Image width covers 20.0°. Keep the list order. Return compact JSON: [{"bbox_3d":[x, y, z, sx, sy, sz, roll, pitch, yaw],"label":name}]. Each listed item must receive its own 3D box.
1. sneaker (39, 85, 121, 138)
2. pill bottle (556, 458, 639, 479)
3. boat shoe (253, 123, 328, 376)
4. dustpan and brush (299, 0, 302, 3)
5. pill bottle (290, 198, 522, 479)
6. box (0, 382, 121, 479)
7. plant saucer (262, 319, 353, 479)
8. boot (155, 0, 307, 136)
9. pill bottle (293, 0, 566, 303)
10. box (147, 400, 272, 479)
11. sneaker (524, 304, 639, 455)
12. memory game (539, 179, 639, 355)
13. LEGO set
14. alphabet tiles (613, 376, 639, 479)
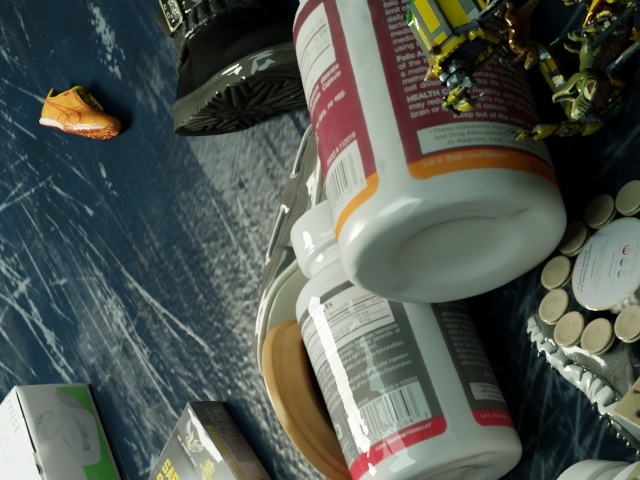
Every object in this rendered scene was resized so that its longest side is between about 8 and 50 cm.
[{"bbox_3d":[-0.332,-0.179,2.499,0.175,0.064,0.067,18,93,47],"label":"sneaker"},{"bbox_3d":[0.336,0.277,1.584,0.283,0.161,0.161,2,91,51],"label":"pill bottle"},{"bbox_3d":[0.000,0.000,2.062,0.095,0.112,0.335,-127,52,-69],"label":"boat shoe"},{"bbox_3d":[0.002,-0.312,2.086,0.211,0.060,0.147,42,122,43],"label":"dustpan and brush"},{"bbox_3d":[0.077,0.111,1.894,0.176,0.176,0.318,-43,58,42],"label":"pill bottle"},{"bbox_3d":[-0.384,0.364,2.501,0.231,0.127,0.262,-48,54,38],"label":"box"},{"bbox_3d":[0.015,0.171,1.965,0.037,0.200,0.200,-33,63,26],"label":"plant saucer"},{"bbox_3d":[-0.102,-0.277,2.130,0.348,0.131,0.260,-15,78,60],"label":"boot"},{"bbox_3d":[0.096,-0.155,1.822,0.224,0.224,0.392,-41,50,43],"label":"pill bottle"},{"bbox_3d":[-0.127,0.342,2.240,0.231,0.056,0.183,54,129,36],"label":"box"},{"bbox_3d":[0.280,0.108,1.729,0.106,0.078,0.234,-47,31,4],"label":"sneaker"},{"bbox_3d":[0.280,0.025,1.715,0.186,0.012,0.186,-32,41,33],"label":"memory game"},{"bbox_3d":[0.255,-0.161,1.599,0.255,0.331,0.192,-37,62,21],"label":"LEGO set"},{"bbox_3d":[0.412,0.145,1.479,0.285,0.011,0.342,-49,41,-11],"label":"alphabet tiles"}]
